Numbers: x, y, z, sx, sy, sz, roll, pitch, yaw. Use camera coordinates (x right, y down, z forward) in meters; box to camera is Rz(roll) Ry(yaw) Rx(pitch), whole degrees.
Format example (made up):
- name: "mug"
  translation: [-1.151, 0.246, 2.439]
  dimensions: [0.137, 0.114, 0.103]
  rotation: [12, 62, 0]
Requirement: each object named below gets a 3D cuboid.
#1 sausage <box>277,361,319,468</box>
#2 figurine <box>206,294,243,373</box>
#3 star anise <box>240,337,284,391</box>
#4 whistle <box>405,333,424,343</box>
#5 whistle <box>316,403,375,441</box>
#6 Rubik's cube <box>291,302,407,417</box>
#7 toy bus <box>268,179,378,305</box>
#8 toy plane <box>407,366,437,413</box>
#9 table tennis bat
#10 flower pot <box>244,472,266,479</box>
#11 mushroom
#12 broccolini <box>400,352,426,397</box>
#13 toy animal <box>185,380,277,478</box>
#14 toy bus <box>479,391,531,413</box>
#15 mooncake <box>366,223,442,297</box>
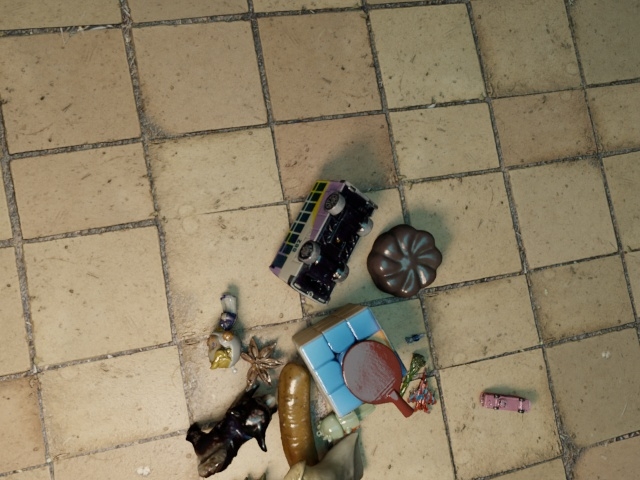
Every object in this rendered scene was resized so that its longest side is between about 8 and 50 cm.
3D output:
- name: "sausage"
  translation: [-0.087, 0.702, 1.755]
  dimensions: [0.136, 0.123, 0.500]
  rotation: [-6, 94, -5]
- name: "figurine"
  translation: [-0.356, 0.348, 1.747]
  dimensions: [0.133, 0.194, 0.274]
  rotation: [17, 40, -28]
- name: "star anise"
  translation: [-0.227, 0.467, 1.775]
  dimensions: [0.172, 0.063, 0.207]
  rotation: [-19, 59, -14]
- name: "whistle"
  translation: [0.391, 0.404, 1.935]
  dimensions: [0.083, 0.029, 0.033]
  rotation: [-18, 72, -5]
- name: "whistle"
  translation: [0.097, 0.696, 1.811]
  dimensions: [0.253, 0.105, 0.101]
  rotation: [-23, 65, -17]
- name: "Rubik's cube"
  translation: [0.095, 0.429, 1.743]
  dimensions: [0.292, 0.291, 0.290]
  rotation: [-30, 90, -12]
- name: "toy bus"
  translation: [0.000, 0.000, 1.787]
  dimensions: [0.209, 0.249, 0.439]
  rotation: [34, 78, -36]
- name: "toy plane"
  translation: [0.416, 0.609, 1.904]
  dimensions: [0.130, 0.061, 0.189]
  rotation: [7, 79, -9]
- name: "table tennis bat"
  translation: [0.204, 0.479, 1.593]
  dimensions: [0.200, 0.038, 0.310]
  rotation: [-42, 93, -12]
- name: "flower pot"
  translation: [-0.238, 1.058, 1.687]
  dimensions: [0.254, 0.164, 0.367]
  rotation: [-21, 89, -6]
- name: "mushroom"
  translation: [0.016, 0.829, 1.666]
  dimensions: [0.126, 0.397, 0.177]
  rotation: [-6, 85, 34]
- name: "broccolini"
  translation: [0.368, 0.566, 1.912]
  dimensions: [0.067, 0.058, 0.216]
  rotation: [22, 87, 34]
- name: "toy animal"
  translation: [-0.292, 0.674, 1.645]
  dimensions: [0.344, 0.303, 0.194]
  rotation: [-39, 95, -11]
- name: "toy bus"
  translation: [0.767, 0.675, 1.945]
  dimensions: [0.203, 0.090, 0.063]
  rotation: [10, 82, -10]
- name: "mooncake"
  translation: [0.344, 0.083, 1.897]
  dimensions: [0.306, 0.154, 0.305]
  rotation: [0, 87, -10]
